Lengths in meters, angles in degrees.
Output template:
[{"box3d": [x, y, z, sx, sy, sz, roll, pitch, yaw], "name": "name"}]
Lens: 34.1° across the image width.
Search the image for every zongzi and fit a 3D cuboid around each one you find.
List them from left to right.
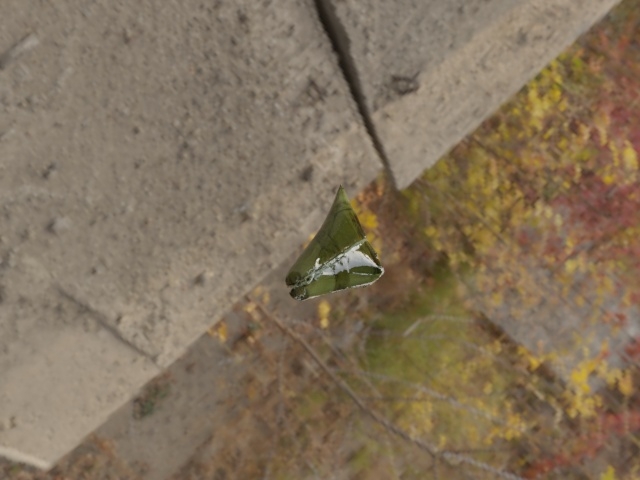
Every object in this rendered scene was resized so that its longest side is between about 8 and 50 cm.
[{"box3d": [0.000, 0.000, 1.065, 0.104, 0.113, 0.052, -11, 163, -34], "name": "zongzi"}]
